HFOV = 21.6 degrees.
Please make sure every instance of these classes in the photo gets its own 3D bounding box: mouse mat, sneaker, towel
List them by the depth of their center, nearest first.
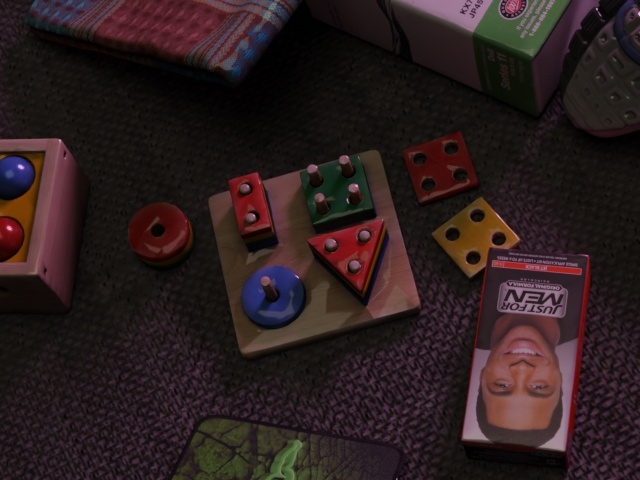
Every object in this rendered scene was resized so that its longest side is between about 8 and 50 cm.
[{"bbox_3d":[-0.037,0.183,1.092,0.152,0.007,0.190,8,37,14],"label":"mouse mat"},{"bbox_3d":[0.307,-0.158,1.180,0.297,0.129,0.111,-32,64,17],"label":"sneaker"},{"bbox_3d":[-0.050,-0.287,1.291,0.271,0.040,0.370,18,68,46],"label":"towel"}]

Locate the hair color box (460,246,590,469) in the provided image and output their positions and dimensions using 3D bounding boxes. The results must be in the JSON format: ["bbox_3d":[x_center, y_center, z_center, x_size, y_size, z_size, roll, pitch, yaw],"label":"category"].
[{"bbox_3d":[0.140,0.079,1.136,0.072,0.043,0.141,4,67,13],"label":"hair color box"}]

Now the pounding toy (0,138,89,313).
[{"bbox_3d":[-0.258,-0.007,1.226,0.141,0.100,0.130,0,65,11],"label":"pounding toy"}]

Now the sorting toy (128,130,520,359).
[{"bbox_3d":[0.000,0.000,1.200,0.274,0.046,0.132,-15,64,4],"label":"sorting toy"}]

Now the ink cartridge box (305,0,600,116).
[{"bbox_3d":[0.106,-0.208,1.252,0.208,0.087,0.153,25,72,22],"label":"ink cartridge box"}]
